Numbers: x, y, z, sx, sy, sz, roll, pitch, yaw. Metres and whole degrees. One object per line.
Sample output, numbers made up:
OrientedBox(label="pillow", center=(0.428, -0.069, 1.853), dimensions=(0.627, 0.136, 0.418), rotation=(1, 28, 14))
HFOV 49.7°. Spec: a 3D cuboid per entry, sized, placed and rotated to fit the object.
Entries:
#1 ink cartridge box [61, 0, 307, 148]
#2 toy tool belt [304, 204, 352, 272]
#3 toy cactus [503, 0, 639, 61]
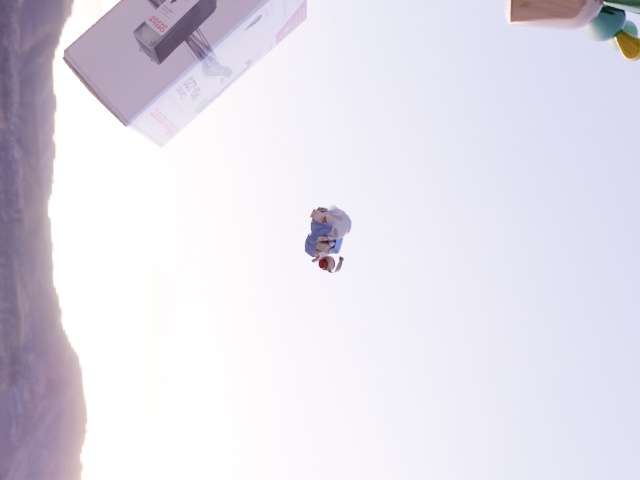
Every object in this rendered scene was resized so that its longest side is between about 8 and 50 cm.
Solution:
OrientedBox(label="ink cartridge box", center=(-0.119, -0.198, 0.665), dimensions=(0.092, 0.218, 0.158), rotation=(50, -1, -1))
OrientedBox(label="toy tool belt", center=(0.000, 0.000, 0.815), dimensions=(0.052, 0.051, 0.083), rotation=(31, -63, 41))
OrientedBox(label="toy cactus", center=(0.239, -0.206, 0.544), dimensions=(0.219, 0.180, 0.112), rotation=(-61, 147, -84))
